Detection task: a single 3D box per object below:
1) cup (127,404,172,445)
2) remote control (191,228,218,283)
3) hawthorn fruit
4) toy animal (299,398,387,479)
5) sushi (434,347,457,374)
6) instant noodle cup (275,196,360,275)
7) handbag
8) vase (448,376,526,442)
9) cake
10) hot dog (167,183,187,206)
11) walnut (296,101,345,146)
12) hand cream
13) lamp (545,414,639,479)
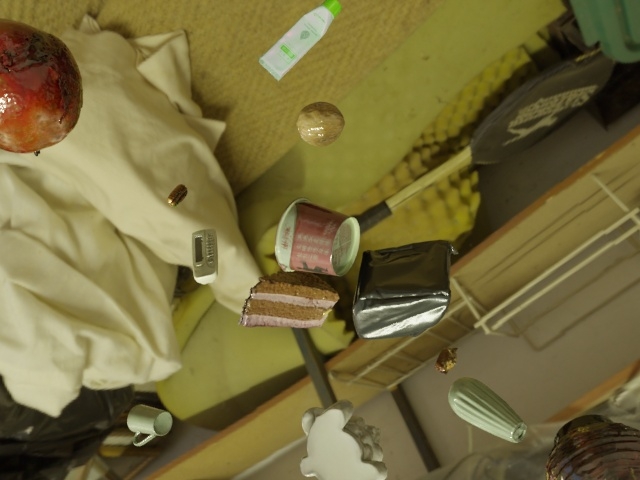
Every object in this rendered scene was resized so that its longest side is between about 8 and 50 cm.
[{"bbox_3d":[-0.351,0.373,1.098,0.083,0.075,0.054,-5,121,37],"label":"cup"},{"bbox_3d":[-0.407,0.054,1.917,0.090,0.230,0.049,-13,138,0],"label":"remote control"},{"bbox_3d":[-0.693,-0.348,1.216,0.316,0.316,0.316,-18,146,-13],"label":"hawthorn fruit"},{"bbox_3d":[0.063,0.562,1.458,0.206,0.271,0.265,-34,162,2],"label":"toy animal"},{"bbox_3d":[0.398,0.373,1.691,0.060,0.118,0.061,5,138,33],"label":"sushi"},{"bbox_3d":[0.000,0.000,1.607,0.235,0.179,0.234,-37,133,-52],"label":"instant noodle cup"},{"bbox_3d":[0.237,0.137,1.459,0.275,0.302,0.177,-5,117,14],"label":"handbag"},{"bbox_3d":[0.503,0.512,1.630,0.128,0.248,0.128,-10,111,-29],"label":"vase"},{"bbox_3d":[-0.064,0.134,1.182,0.295,0.113,0.115,5,110,-60],"label":"cake"},{"bbox_3d":[-0.465,-0.147,1.774,0.037,0.122,0.049,-10,122,18],"label":"hot dog"},{"bbox_3d":[0.001,-0.392,1.827,0.167,0.149,0.166,-1,-175,0],"label":"walnut"},{"bbox_3d":[-0.054,-0.579,1.538,0.275,0.079,0.050,-45,149,-2],"label":"hand cream"},{"bbox_3d":[0.580,0.480,1.088,0.247,0.247,0.247,-18,146,-13],"label":"lamp"}]
